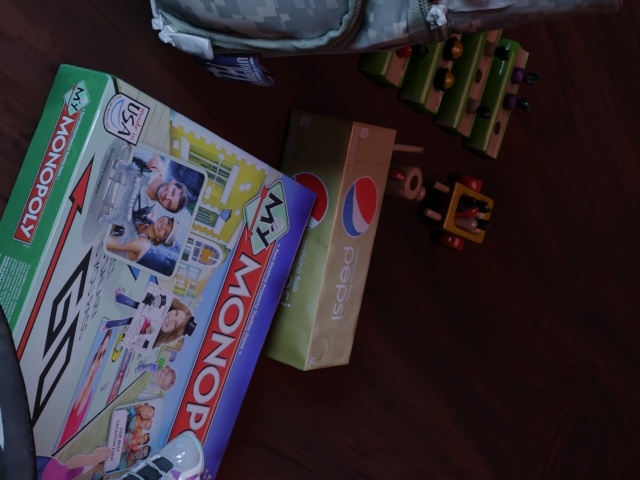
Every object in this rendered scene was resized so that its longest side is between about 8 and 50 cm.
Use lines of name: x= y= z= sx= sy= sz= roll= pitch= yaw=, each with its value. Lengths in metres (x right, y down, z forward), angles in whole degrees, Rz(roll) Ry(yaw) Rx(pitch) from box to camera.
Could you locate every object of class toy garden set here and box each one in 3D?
toy garden set: x=0.113 y=-0.106 z=0.868 sx=0.244 sy=0.049 sz=0.204 roll=21 pitch=85 yaw=-56

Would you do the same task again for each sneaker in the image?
sneaker: x=-0.108 y=0.142 z=0.580 sx=0.098 sy=0.038 sz=0.069 roll=-57 pitch=144 yaw=-24

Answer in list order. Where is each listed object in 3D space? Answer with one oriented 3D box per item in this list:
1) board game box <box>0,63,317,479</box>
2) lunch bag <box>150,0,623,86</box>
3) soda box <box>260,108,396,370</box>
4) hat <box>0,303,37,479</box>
board game box: x=-0.124 y=0.083 z=0.611 sx=0.213 sy=0.046 sz=0.317 roll=26 pitch=82 yaw=-55
lunch bag: x=0.006 y=-0.241 z=0.488 sx=0.212 sy=0.256 sz=0.305 roll=-76 pitch=157 yaw=-49
soda box: x=0.000 y=0.000 z=0.743 sx=0.061 sy=0.058 sz=0.181 roll=2 pitch=101 yaw=-56
hat: x=-0.172 y=0.069 z=0.328 sx=0.331 sy=0.134 sz=0.331 roll=-18 pitch=90 yaw=-72
